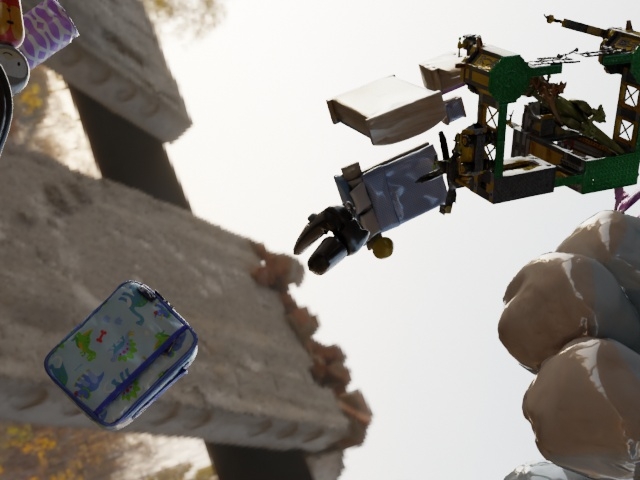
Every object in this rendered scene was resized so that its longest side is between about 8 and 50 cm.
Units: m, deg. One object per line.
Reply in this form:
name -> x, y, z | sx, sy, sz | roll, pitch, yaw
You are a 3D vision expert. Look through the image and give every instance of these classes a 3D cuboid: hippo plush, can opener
hippo plush -> 0.213, 0.133, 0.654 | 0.234, 0.294, 0.236 | 51, -41, 25
can opener -> 0.000, 0.000, 0.989 | 0.059, 0.073, 0.186 | 57, -14, -2

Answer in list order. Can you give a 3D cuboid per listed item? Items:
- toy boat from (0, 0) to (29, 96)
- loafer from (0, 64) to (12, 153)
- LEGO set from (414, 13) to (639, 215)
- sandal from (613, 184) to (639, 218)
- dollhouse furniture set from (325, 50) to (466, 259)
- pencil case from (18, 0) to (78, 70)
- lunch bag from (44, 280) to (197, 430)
toy boat -> -0.530, -0.238, 1.190 | 0.267, 0.318, 0.148 | 66, 17, -75
loafer -> -0.377, -0.099, 0.976 | 0.078, 0.080, 0.220 | -73, 175, -64
LEGO set -> 0.282, -0.180, 1.258 | 0.192, 0.331, 0.255 | 41, -36, 56
sandal -> 0.502, -0.046, 1.472 | 0.102, 0.416, 0.169 | 32, -61, 12
dollhouse furniture set -> 0.186, -0.133, 1.646 | 0.198, 0.286, 0.303 | -136, -155, -63
pencil case -> -0.515, -0.331, 1.588 | 0.088, 0.206, 0.086 | 46, -16, 32
lunch bag -> -0.316, 0.188, 1.511 | 0.176, 0.219, 0.090 | 44, -19, 10
